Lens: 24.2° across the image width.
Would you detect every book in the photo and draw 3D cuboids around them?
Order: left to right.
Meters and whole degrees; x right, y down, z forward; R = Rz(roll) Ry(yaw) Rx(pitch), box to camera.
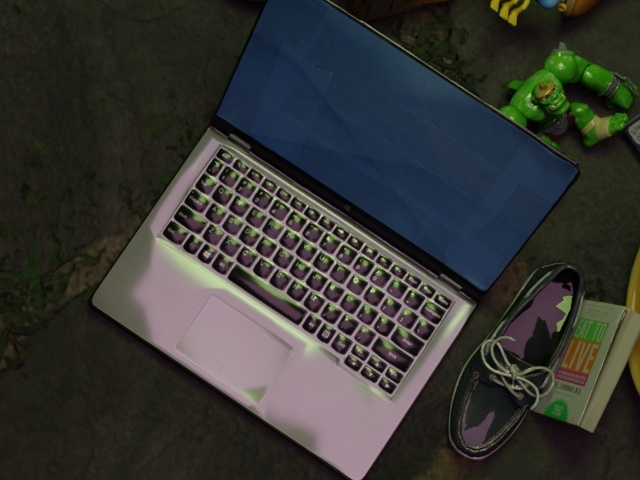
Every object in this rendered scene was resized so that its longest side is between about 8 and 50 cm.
[{"bbox_3d":[0.304,0.142,1.705,0.035,0.096,0.144,27,82,-25],"label":"book"}]

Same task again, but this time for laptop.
[{"bbox_3d":[0.000,0.000,1.642,0.382,0.236,0.408,34,84,3],"label":"laptop"}]

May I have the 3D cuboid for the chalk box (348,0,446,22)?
[{"bbox_3d":[0.075,-0.380,1.737,0.132,0.132,0.213,-17,83,-3],"label":"chalk box"}]

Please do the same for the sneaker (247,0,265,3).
[{"bbox_3d":[-0.146,-0.390,1.765,0.275,0.107,0.110,36,65,-2],"label":"sneaker"}]

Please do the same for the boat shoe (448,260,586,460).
[{"bbox_3d":[0.228,0.137,1.710,0.095,0.079,0.254,35,84,2],"label":"boat shoe"}]

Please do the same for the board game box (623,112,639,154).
[{"bbox_3d":[0.452,-0.126,1.693,0.035,0.201,0.136,-31,85,-40],"label":"board game box"}]

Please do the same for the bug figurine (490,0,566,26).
[{"bbox_3d":[0.214,-0.394,1.696,0.216,0.072,0.279,27,57,-34],"label":"bug figurine"}]

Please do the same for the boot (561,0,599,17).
[{"bbox_3d":[0.437,-0.335,1.754,0.211,0.104,0.295,34,80,3],"label":"boot"}]

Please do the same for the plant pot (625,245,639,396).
[{"bbox_3d":[0.500,0.088,1.651,0.239,0.254,0.254,6,83,-15],"label":"plant pot"}]

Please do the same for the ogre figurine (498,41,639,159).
[{"bbox_3d":[0.271,-0.140,1.739,0.197,0.097,0.118,-42,104,10],"label":"ogre figurine"}]
